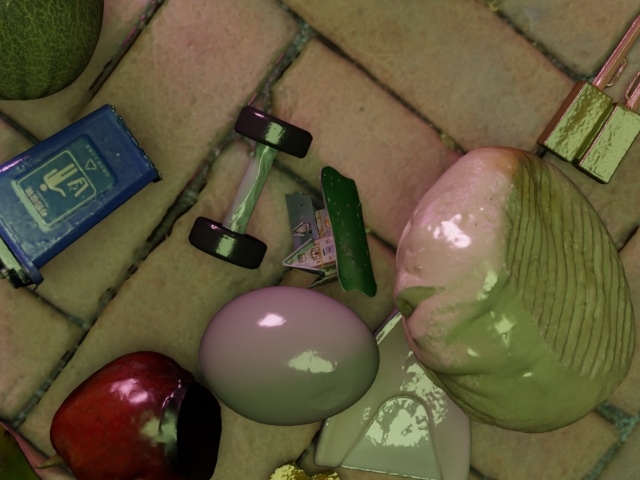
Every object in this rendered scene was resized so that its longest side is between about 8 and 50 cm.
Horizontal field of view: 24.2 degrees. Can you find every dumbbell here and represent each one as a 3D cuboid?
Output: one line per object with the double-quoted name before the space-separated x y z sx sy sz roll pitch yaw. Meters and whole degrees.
"dumbbell" -0.088 -0.067 1.896 0.100 0.100 0.191 23 95 -4

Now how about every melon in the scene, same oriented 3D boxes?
"melon" -0.380 -0.317 1.794 0.237 0.237 0.301 -12 98 -1

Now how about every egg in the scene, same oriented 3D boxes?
"egg" -0.036 0.145 1.866 0.232 0.176 0.176 7 96 28

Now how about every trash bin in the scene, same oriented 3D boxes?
"trash bin" -0.329 -0.058 1.866 0.234 0.184 0.162 -36 96 -10

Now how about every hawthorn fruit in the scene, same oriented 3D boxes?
"hawthorn fruit" -0.245 0.248 1.887 0.251 0.189 0.189 -26 96 15

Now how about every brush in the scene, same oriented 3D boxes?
"brush" 0.387 -0.195 1.927 0.103 0.047 0.233 33 93 -4

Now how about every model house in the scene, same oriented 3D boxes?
"model house" 0.000 0.000 1.900 0.088 0.117 0.167 -17 77 24

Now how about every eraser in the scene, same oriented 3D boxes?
"eraser" 0.111 0.191 1.945 0.204 0.059 0.243 10 97 -3

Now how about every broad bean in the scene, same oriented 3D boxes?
"broad bean" -0.468 0.241 1.930 0.339 0.061 0.077 37 79 -5

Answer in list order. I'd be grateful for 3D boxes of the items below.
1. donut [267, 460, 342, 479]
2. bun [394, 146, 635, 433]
"donut" -0.023 0.337 1.963 0.108 0.043 0.097 19 94 -5
"bun" 0.224 0.068 1.829 0.219 0.365 0.365 -20 97 35
